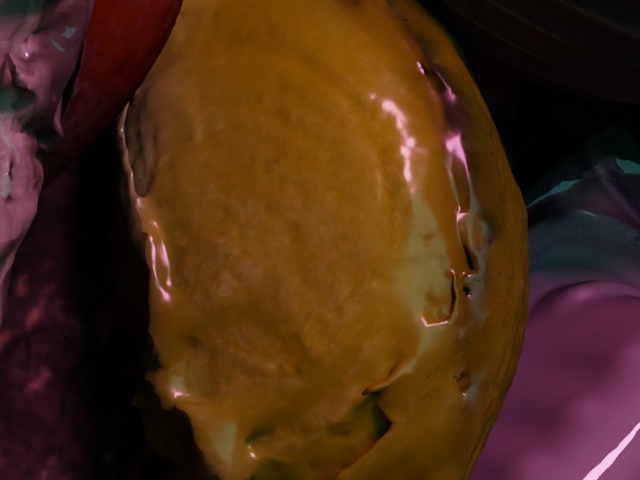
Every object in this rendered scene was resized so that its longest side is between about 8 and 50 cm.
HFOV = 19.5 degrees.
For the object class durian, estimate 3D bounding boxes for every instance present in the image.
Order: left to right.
[{"bbox_3d":[0.000,0.000,0.618,0.101,0.139,0.250,33,36,-68],"label":"durian"}]

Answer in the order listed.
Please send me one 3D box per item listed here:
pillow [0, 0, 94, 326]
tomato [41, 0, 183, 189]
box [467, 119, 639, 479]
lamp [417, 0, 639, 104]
[{"bbox_3d":[-0.184,-0.034,0.426,0.283,0.138,0.310,15,100,7],"label":"pillow"},{"bbox_3d":[-0.129,-0.113,0.556,0.214,0.180,0.155,63,34,-11],"label":"tomato"},{"bbox_3d":[0.095,0.151,0.659,0.336,0.106,0.264,-43,104,-26],"label":"box"},{"bbox_3d":[0.128,-0.169,0.666,0.265,0.233,0.233,2,81,-34],"label":"lamp"}]
